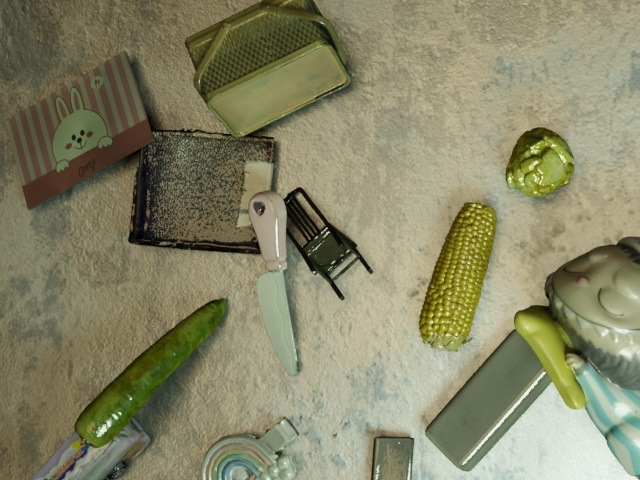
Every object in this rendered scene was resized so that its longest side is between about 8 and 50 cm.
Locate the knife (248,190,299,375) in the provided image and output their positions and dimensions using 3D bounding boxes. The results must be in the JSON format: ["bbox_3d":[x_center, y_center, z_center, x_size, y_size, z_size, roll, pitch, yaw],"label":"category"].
[{"bbox_3d":[-0.086,0.079,1.997,0.081,0.043,0.336,2,100,38],"label":"knife"}]

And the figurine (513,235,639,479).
[{"bbox_3d":[0.545,0.146,1.743,0.378,0.266,0.361,-34,92,18],"label":"figurine"}]

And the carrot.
[{"bbox_3d":[-0.289,0.222,1.983,0.074,0.074,0.358,38,65,15],"label":"carrot"}]

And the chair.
[{"bbox_3d":[0.000,0.000,2.003,0.084,0.101,0.212,-42,39,6],"label":"chair"}]

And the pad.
[{"bbox_3d":[-0.462,-0.208,2.136,0.300,0.005,0.202,-26,71,18],"label":"pad"}]

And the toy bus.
[{"bbox_3d":[-0.460,0.435,2.034,0.112,0.138,0.317,44,94,16],"label":"toy bus"}]

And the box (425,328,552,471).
[{"bbox_3d":[0.289,0.269,1.893,0.243,0.055,0.103,-49,57,5],"label":"box"}]

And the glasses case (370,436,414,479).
[{"bbox_3d":[0.121,0.432,1.936,0.072,0.042,0.190,4,85,8],"label":"glasses case"}]

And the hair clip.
[{"bbox_3d":[-0.132,0.404,2.004,0.220,0.054,0.140,-42,83,10],"label":"hair clip"}]

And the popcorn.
[{"bbox_3d":[0.374,-0.129,1.906,0.106,0.116,0.120,19,45,-13],"label":"popcorn"}]

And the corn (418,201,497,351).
[{"bbox_3d":[0.237,0.062,1.922,0.091,0.091,0.260,20,85,-13],"label":"corn"}]

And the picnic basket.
[{"bbox_3d":[-0.091,-0.316,1.992,0.267,0.165,0.139,-25,65,9],"label":"picnic basket"}]

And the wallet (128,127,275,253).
[{"bbox_3d":[-0.217,-0.090,2.071,0.262,0.071,0.221,4,80,11],"label":"wallet"}]
